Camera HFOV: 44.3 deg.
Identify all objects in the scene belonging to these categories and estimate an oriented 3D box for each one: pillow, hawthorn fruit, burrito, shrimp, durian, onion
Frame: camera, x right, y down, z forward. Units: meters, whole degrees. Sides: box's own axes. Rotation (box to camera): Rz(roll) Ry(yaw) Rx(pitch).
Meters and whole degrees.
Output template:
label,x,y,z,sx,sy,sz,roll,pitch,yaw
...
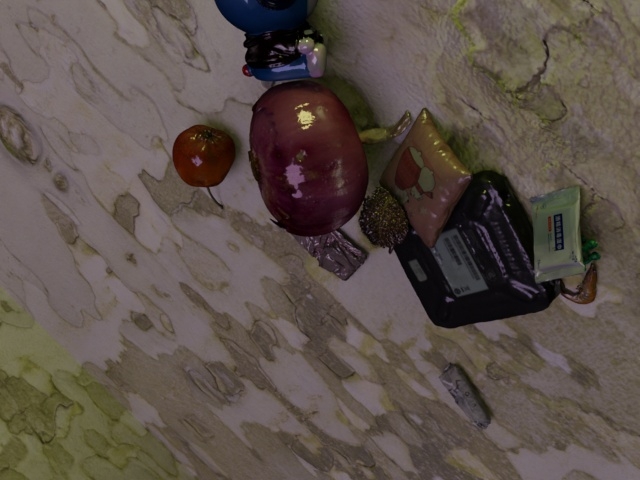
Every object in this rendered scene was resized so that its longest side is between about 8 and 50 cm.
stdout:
label,x,y,z,sx,sy,sz,roll,pitch,yaw
pillow,0.232,-0.137,1.738,0.236,0.084,0.223,60,139,32
pillow,0.000,0.000,2.074,0.248,0.049,0.135,44,139,4
hawthorn fruit,-0.309,-0.183,2.106,0.165,0.165,0.285,29,149,14
burrito,0.389,0.421,2.101,0.064,0.064,0.203,-26,103,42
shrimp,0.580,0.092,1.763,0.091,0.025,0.127,24,134,20
durian,0.137,-0.035,1.813,0.148,0.091,0.188,48,161,47
onion,-0.012,-0.179,1.789,0.345,0.358,0.358,8,140,-25

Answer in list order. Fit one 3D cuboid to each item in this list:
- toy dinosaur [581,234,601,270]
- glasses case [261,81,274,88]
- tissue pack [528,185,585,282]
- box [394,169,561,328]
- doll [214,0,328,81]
label,x,y,z,sx,sy,sz,roll,pitch,yaw
toy dinosaur,0.540,0.034,1.693,0.132,0.096,0.059,23,138,63
glasses case,-0.121,-0.401,1.888,0.032,0.021,0.083,34,134,11
tissue pack,0.501,-0.013,1.666,0.123,0.026,0.192,-18,65,49
box,0.341,0.036,1.834,0.350,0.091,0.359,-21,102,42
doll,-0.101,-0.501,1.656,0.240,0.284,0.309,-14,115,-7
